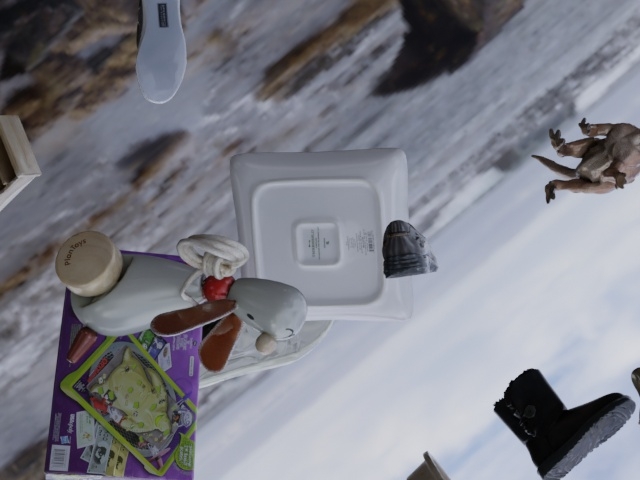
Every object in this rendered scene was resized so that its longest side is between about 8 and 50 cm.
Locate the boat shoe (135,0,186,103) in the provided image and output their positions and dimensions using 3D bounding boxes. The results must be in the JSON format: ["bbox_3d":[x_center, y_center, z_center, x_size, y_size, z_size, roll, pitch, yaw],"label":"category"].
[{"bbox_3d":[-0.260,-0.326,1.714,0.080,0.228,0.076,-3,174,-14],"label":"boat shoe"}]

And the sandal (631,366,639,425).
[{"bbox_3d":[0.567,0.296,1.853,0.049,0.180,0.072,-11,133,-3],"label":"sandal"}]

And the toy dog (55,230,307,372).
[{"bbox_3d":[-0.201,0.101,1.373,0.334,0.220,0.161,2,-114,36],"label":"toy dog"}]

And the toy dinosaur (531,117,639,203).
[{"bbox_3d":[0.477,-0.126,1.705,0.200,0.127,0.296,-2,171,-32],"label":"toy dinosaur"}]

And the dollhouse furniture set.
[{"bbox_3d":[-0.583,-0.104,1.641,0.161,0.212,0.242,-35,164,36],"label":"dollhouse furniture set"}]

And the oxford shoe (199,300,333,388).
[{"bbox_3d":[-0.127,0.149,1.950,0.449,0.169,0.130,-17,135,-44],"label":"oxford shoe"}]

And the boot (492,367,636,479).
[{"bbox_3d":[0.468,0.324,2.104,0.094,0.207,0.246,19,120,-44],"label":"boot"}]

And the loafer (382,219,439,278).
[{"bbox_3d":[0.100,0.009,1.204,0.062,0.061,0.170,-7,178,5],"label":"loafer"}]

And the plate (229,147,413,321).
[{"bbox_3d":[0.000,0.000,1.662,0.278,0.277,0.045,-1,-167,10],"label":"plate"}]

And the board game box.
[{"bbox_3d":[-0.279,0.180,1.568,0.208,0.347,0.056,5,154,-8],"label":"board game box"}]

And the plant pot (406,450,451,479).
[{"bbox_3d":[0.160,0.593,1.875,0.305,0.334,0.334,-35,176,0],"label":"plant pot"}]
